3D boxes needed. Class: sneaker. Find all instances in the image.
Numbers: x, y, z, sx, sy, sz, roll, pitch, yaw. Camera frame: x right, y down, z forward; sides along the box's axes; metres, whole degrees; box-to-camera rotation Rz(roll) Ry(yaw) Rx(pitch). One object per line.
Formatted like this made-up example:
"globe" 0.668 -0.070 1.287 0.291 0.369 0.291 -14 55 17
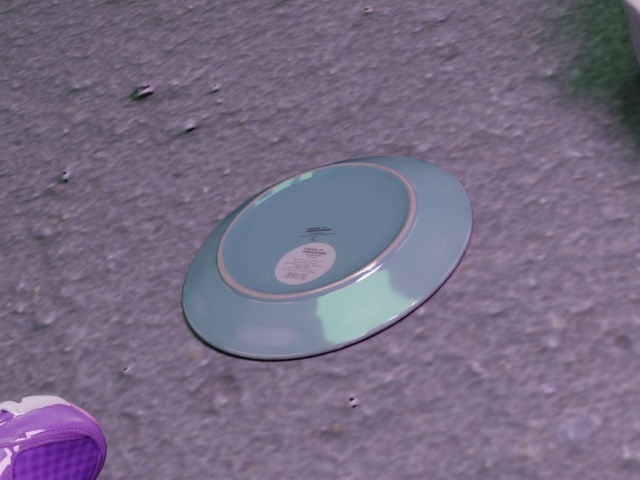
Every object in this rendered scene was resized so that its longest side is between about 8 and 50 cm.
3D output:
"sneaker" -0.185 0.182 0.893 0.104 0.095 0.236 26 62 40

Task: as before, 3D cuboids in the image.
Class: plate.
"plate" 0.000 0.000 1.079 0.188 0.024 0.188 -15 35 11

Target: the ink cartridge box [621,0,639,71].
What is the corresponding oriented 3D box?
"ink cartridge box" 0.236 -0.070 0.965 0.060 0.104 0.180 -24 35 -3
